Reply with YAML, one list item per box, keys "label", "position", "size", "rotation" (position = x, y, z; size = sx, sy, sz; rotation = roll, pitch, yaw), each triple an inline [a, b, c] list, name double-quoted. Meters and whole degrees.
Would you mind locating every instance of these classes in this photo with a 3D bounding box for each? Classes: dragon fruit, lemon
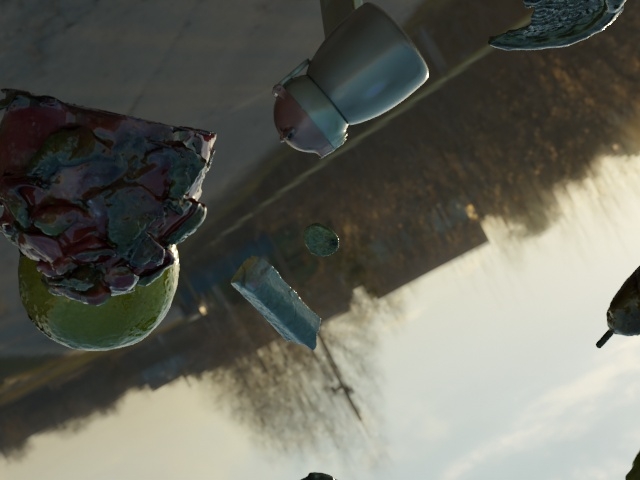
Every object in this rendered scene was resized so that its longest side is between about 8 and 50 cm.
- label: "dragon fruit"
  position: [-0.311, -0.048, 1.447]
  size: [0.314, 0.263, 0.296]
  rotation: [11, -175, -14]
- label: "lemon"
  position: [-0.371, 0.048, 1.823]
  size: [0.293, 0.293, 0.293]
  rotation: [-28, -179, 1]

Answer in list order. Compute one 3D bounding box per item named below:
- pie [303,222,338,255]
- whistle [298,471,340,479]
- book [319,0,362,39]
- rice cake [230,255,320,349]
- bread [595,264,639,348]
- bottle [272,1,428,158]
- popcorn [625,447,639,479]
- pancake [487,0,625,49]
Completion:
- label: "pie"
  position: [0.000, 0.000, 2.300]
  size: [0.085, 0.085, 0.017]
  rotation: [-27, -159, 40]
- label: "whistle"
  position: [0.064, 0.583, 2.268]
  size: [0.404, 0.188, 0.168]
  rotation: [-18, -150, -34]
- label: "book"
  position: [0.032, -0.532, 2.089]
  size: [0.032, 0.269, 0.389]
  rotation: [-5, -178, -7]
- label: "rice cake"
  position: [-0.074, 0.107, 1.896]
  size: [0.063, 0.206, 0.069]
  rotation: [5, -123, 47]
- label: "bread"
  position: [0.528, 0.052, 1.661]
  size: [0.124, 0.084, 0.344]
  rotation: [-22, 149, -49]
- label: "bottle"
  position: [0.030, -0.224, 1.605]
  size: [0.236, 0.147, 0.147]
  rotation: [-41, -179, 2]
- label: "popcorn"
  position: [0.509, 0.360, 1.408]
  size: [0.250, 0.235, 0.242]
  rotation: [11, 153, -22]
- label: "pancake"
  position: [0.273, -0.276, 1.300]
  size: [0.184, 0.020, 0.190]
  rotation: [-7, 161, 26]
